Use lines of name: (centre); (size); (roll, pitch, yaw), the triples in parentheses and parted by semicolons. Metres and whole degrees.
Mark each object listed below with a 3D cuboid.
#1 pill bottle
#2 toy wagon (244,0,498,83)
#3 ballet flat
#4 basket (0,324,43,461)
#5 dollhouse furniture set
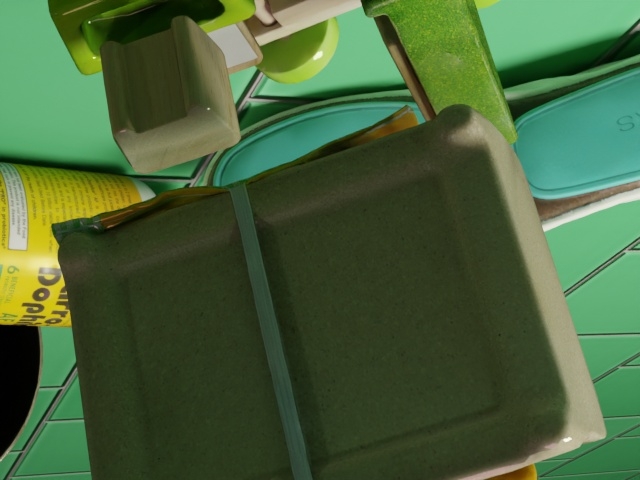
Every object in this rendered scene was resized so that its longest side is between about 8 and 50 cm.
pill bottle: (-0.185, 0.006, 0.932); (0.208, 0.118, 0.117); (5, 153, -33)
toy wagon: (0.018, -0.193, 0.620); (0.344, 0.068, 0.267); (-19, 156, 19)
ballet flat: (0.118, -0.052, 0.937); (0.400, 0.139, 0.139); (-12, 157, 2)
basket: (-0.340, 0.118, 1.072); (0.154, 0.204, 0.227); (10, 161, -25)
dollhouse furniture set: (0.000, 0.000, 0.581); (0.197, 0.301, 0.151); (-18, 153, 10)
